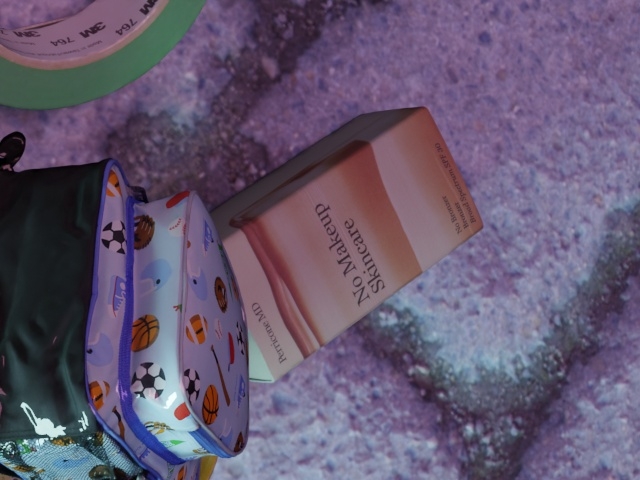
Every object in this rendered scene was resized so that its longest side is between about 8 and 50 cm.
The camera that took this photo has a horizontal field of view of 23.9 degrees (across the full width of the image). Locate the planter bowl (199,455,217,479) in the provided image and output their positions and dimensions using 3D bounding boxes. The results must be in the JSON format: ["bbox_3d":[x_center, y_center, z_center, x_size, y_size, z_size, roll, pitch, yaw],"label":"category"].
[{"bbox_3d":[-0.199,0.158,1.395,0.217,0.090,0.217,18,65,-44],"label":"planter bowl"}]

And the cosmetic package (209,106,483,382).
[{"bbox_3d":[0.000,0.000,1.514,0.296,0.129,0.153,-36,108,-27],"label":"cosmetic package"}]

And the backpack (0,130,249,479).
[{"bbox_3d":[-0.164,0.087,1.198,0.213,0.263,0.276,1,62,6],"label":"backpack"}]

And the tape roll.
[{"bbox_3d":[-0.230,-0.274,1.324,0.321,0.077,0.321,-23,132,-28],"label":"tape roll"}]

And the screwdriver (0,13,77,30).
[{"bbox_3d":[-0.282,-0.199,1.412,0.170,0.024,0.025,-25,130,-31],"label":"screwdriver"}]

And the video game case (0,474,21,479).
[{"bbox_3d":[-0.354,0.209,1.352,0.206,0.026,0.227,-8,92,-31],"label":"video game case"}]
